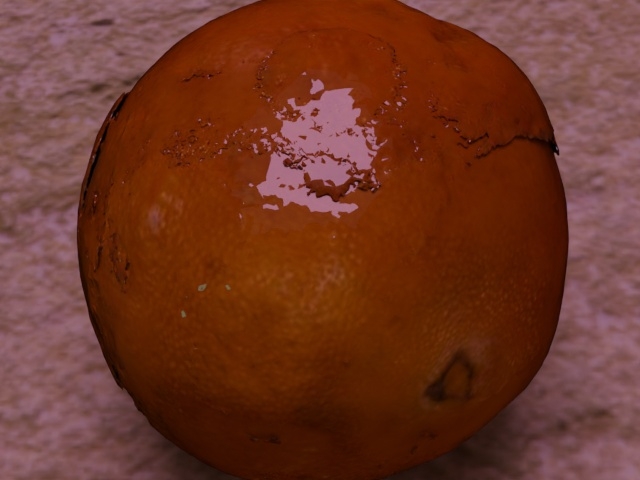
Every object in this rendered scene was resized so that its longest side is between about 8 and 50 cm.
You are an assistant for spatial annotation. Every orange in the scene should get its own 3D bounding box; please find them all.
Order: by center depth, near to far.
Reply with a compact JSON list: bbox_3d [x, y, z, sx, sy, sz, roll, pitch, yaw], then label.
[{"bbox_3d":[0.000,0.000,0.812,0.240,0.240,0.240,-2,45,2],"label":"orange"}]
